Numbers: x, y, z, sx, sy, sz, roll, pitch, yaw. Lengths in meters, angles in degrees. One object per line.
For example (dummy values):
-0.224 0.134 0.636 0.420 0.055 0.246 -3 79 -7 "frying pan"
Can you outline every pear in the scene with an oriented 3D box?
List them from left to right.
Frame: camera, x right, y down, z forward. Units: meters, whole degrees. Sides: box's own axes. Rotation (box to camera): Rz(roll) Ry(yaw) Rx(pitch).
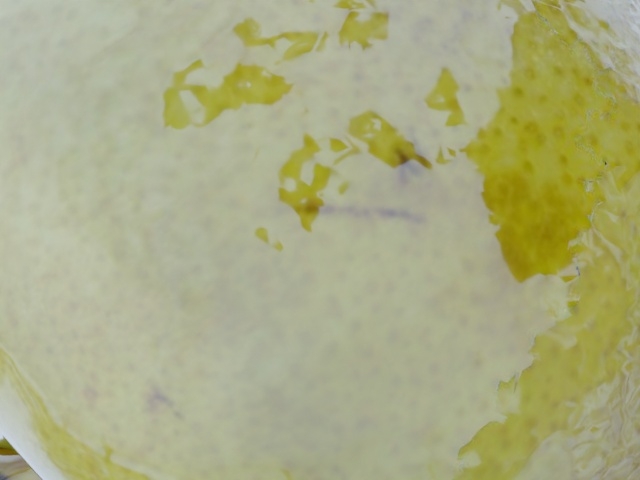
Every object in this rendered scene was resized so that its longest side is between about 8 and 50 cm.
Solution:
0.000 0.000 0.415 0.209 0.209 0.209 -6 -117 12 "pear"
